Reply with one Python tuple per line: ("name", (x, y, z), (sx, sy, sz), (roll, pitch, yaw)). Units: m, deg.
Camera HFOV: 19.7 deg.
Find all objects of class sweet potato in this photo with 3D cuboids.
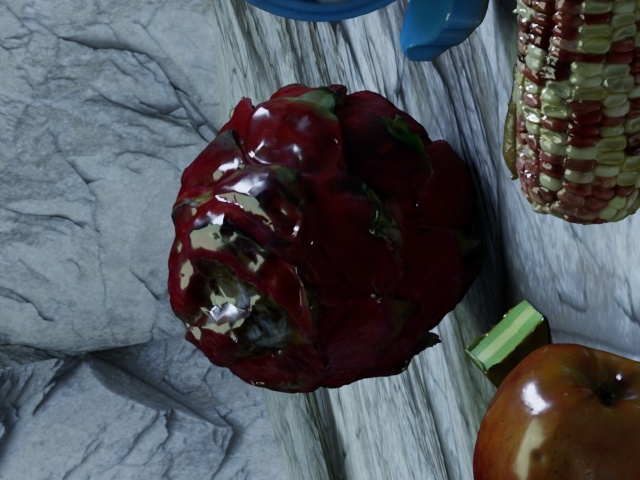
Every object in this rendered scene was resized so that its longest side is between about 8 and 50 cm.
("sweet potato", (0.167, -0.096, 1.563), (0.026, 0.026, 0.115), (-111, 16, -52))

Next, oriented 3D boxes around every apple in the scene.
("apple", (0.185, 0.154, 1.350), (0.156, 0.147, 0.158), (-76, -14, -53))

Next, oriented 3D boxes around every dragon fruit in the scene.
("dragon fruit", (0.000, -0.002, 1.812), (0.329, 0.329, 0.329), (170, 90, -82))

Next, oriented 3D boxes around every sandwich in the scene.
("sandwich", (0.199, 0.124, 1.667), (0.116, 0.074, 0.074), (49, -179, -19))

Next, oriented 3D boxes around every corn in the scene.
("corn", (0.176, -0.147, 1.219), (0.098, 0.098, 0.290), (-118, 23, -64))

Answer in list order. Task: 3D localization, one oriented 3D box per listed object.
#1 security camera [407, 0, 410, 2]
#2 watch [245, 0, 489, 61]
("security camera", (0.082, -0.278, 1.841), (0.058, 0.058, 0.092), (92, 157, -55))
("watch", (0.013, -0.285, 1.513), (0.241, 0.274, 0.305), (-115, 22, -58))
